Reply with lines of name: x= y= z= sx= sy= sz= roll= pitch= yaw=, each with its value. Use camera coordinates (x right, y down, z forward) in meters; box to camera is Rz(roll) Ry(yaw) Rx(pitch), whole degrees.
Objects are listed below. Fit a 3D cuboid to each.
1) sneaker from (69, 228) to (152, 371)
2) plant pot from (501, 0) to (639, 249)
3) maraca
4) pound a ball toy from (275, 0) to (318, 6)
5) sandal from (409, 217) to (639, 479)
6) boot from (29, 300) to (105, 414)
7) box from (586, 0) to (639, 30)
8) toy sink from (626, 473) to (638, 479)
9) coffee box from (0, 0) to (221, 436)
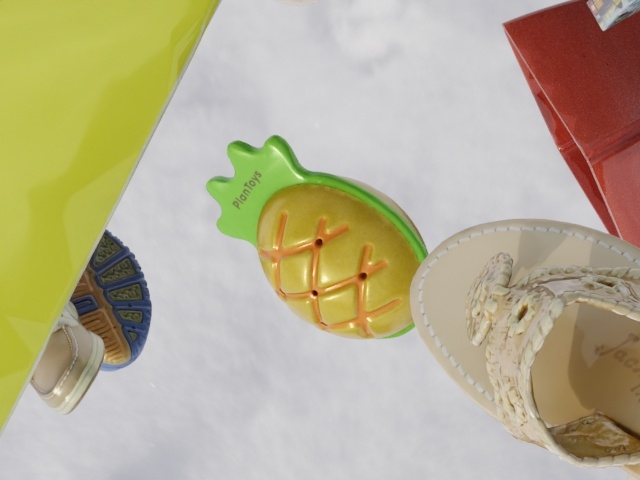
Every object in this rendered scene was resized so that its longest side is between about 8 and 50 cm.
sneaker: x=-0.277 y=0.036 z=1.428 sx=0.111 sy=0.131 sz=0.296 roll=-12 pitch=54 yaw=-39
plant pot: x=0.407 y=-0.162 z=1.659 sx=0.235 sy=0.267 sz=0.267 roll=-29 pitch=47 yaw=7
maraca: x=0.000 y=0.000 z=0.980 sx=0.185 sy=0.127 sz=0.099 roll=37 pitch=40 yaw=2
pound a ball toy: x=0.004 y=-0.343 z=1.119 sx=0.135 sy=0.208 sz=0.319 roll=17 pitch=51 yaw=-22
sandal: x=0.106 y=0.045 z=0.481 sx=0.088 sy=0.079 sz=0.240 roll=-50 pitch=50 yaw=0
boot: x=-0.282 y=0.065 z=1.199 sx=0.165 sy=0.213 sz=0.077 roll=37 pitch=91 yaw=-27
box: x=0.240 y=-0.190 z=0.924 sx=0.094 sy=0.137 sz=0.027 roll=-29 pitch=87 yaw=-4
toy sink: x=0.278 y=0.187 z=0.822 sx=0.131 sy=0.153 sz=0.234 roll=-3 pitch=114 yaw=-29
coffee box: x=-0.269 y=-0.112 z=0.624 sx=0.338 sy=0.334 sz=0.338 roll=20 pitch=117 yaw=-23
